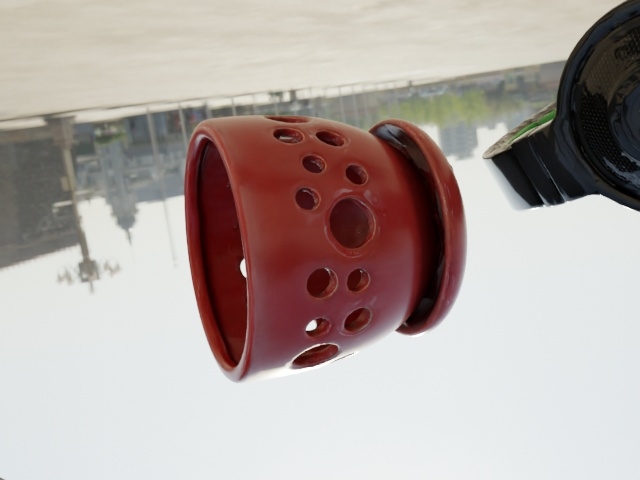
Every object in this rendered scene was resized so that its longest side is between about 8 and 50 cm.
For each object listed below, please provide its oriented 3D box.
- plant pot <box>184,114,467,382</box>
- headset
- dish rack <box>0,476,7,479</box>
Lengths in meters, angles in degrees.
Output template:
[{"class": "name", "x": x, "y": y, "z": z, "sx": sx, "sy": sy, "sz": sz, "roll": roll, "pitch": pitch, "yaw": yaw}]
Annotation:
[{"class": "plant pot", "x": 0.000, "y": 0.000, "z": 0.629, "sx": 0.174, "sy": 0.191, "sz": 0.191, "roll": -6, "pitch": -172, "yaw": -22}, {"class": "headset", "x": 0.272, "y": -0.090, "z": 0.509, "sx": 0.243, "sy": 0.185, "sz": 0.394, "roll": -32, "pitch": -177, "yaw": -24}, {"class": "dish rack", "x": -0.192, "y": 0.137, "z": 0.285, "sx": 0.208, "sy": 0.074, "sz": 0.271, "roll": 34, "pitch": -177, "yaw": -24}]
